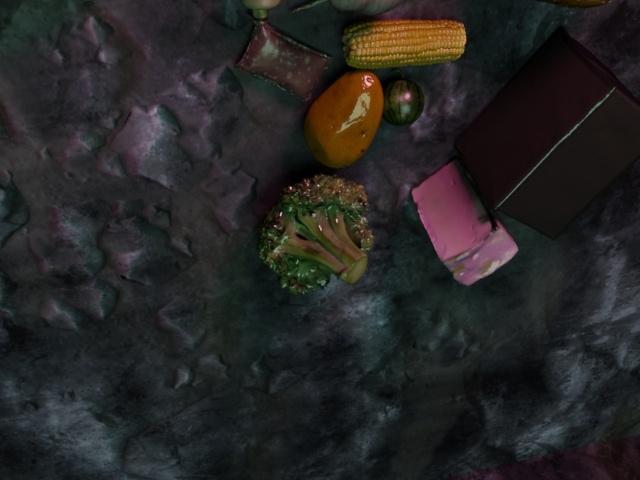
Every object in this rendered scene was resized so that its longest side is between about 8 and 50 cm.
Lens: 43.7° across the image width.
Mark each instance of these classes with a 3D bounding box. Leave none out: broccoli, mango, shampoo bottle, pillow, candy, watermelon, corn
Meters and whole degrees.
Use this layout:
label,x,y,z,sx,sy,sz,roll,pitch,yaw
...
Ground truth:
label,x,y,z,sx,sy,sz,roll,pitch,yaw
broccoli,-0.001,-0.015,1.765,0.260,0.235,0.288,14,143,18
mango,0.048,-0.252,1.637,0.147,0.109,0.227,23,123,-1
shampoo bottle,-0.108,-0.465,1.438,0.079,0.079,0.161,-5,130,-11
pillow,-0.071,-0.348,1.572,0.185,0.043,0.118,20,120,-29
candy,0.313,-0.045,1.791,0.156,0.265,0.116,-38,133,17
watermelon,0.170,-0.290,1.654,0.109,0.109,0.108,-8,131,-9
corn,0.165,-0.389,1.570,0.244,0.093,0.093,-7,131,-11

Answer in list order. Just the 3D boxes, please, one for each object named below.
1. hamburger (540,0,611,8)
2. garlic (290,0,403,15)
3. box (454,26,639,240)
label,x,y,z,sx,sy,sz,roll,pitch,yaw
hamburger,0.457,-0.533,1.439,0.261,0.245,0.211,-15,133,-30
garlic,0.042,-0.500,1.429,0.257,0.207,0.207,0,141,33
box,0.500,-0.219,1.701,0.205,0.251,0.345,25,120,-32
